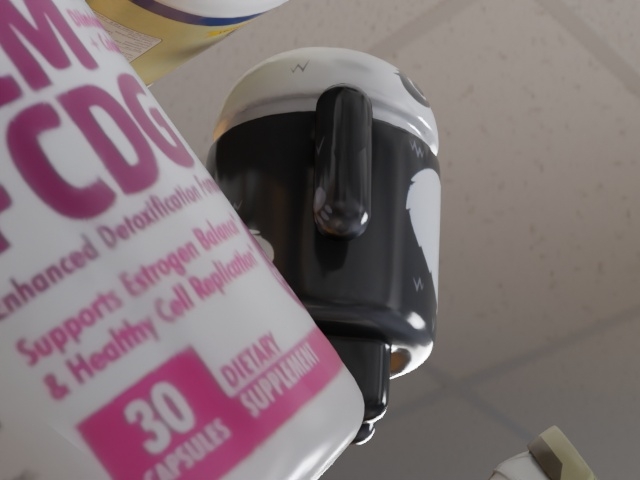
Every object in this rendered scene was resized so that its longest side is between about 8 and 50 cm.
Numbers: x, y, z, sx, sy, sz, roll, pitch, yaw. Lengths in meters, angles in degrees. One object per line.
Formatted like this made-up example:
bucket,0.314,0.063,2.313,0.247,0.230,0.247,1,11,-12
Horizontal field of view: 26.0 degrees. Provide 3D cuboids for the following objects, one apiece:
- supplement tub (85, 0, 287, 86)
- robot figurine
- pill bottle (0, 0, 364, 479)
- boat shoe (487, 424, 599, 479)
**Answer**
supplement tub,-0.152,-0.224,0.977,0.228,0.228,0.316,31,-27,-26
robot figurine,0.002,-0.001,0.979,0.173,0.278,0.209,24,-31,-39
pill bottle,-0.130,-0.019,0.389,0.160,0.160,0.283,-36,-90,40
boat shoe,0.151,0.211,0.814,0.103,0.302,0.113,-37,-81,4
